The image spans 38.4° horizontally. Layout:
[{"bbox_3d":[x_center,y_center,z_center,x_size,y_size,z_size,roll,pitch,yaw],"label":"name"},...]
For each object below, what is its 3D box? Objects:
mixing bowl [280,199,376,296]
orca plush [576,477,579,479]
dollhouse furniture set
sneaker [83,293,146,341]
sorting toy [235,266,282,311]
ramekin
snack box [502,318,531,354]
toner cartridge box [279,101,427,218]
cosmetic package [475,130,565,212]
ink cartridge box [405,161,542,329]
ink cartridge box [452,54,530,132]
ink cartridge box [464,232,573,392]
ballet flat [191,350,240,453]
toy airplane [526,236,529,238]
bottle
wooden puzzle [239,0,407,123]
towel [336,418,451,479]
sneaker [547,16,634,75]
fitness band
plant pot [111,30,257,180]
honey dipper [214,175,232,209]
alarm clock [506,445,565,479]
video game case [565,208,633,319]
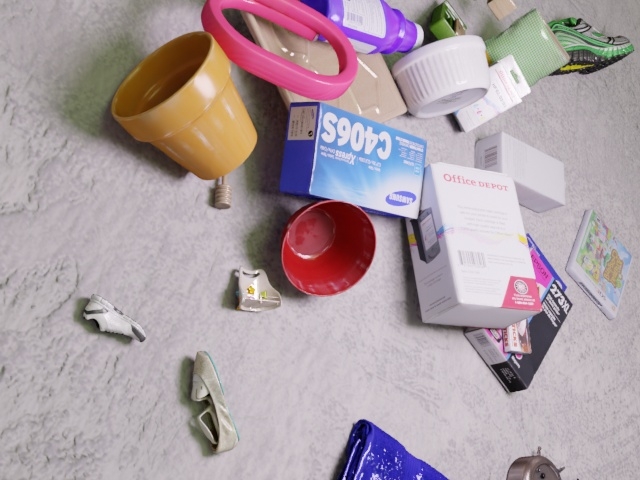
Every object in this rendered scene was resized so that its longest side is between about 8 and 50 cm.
[{"bbox_3d":[0.000,0.000,1.660,0.181,0.098,0.181,-8,112,-20],"label":"mixing bowl"},{"bbox_3d":[0.500,0.640,1.882,0.102,0.151,0.287,-6,108,-2],"label":"orca plush"},{"bbox_3d":[0.416,-0.447,2.095,0.301,0.197,0.151,48,26,-20],"label":"dollhouse furniture set"},{"bbox_3d":[-0.318,0.128,1.417,0.109,0.040,0.044,38,71,-20],"label":"sneaker"},{"bbox_3d":[-0.116,0.082,1.598,0.083,0.045,0.075,9,62,-37],"label":"sorting toy"},{"bbox_3d":[0.260,-0.338,1.941,0.207,0.207,0.109,-9,78,-42],"label":"ramekin"},{"bbox_3d":[0.409,0.150,1.946,0.064,0.022,0.178,11,68,-35],"label":"snack box"},{"bbox_3d":[0.071,-0.144,1.732,0.348,0.075,0.165,9,88,-51],"label":"toner cartridge box"},{"bbox_3d":[0.467,-0.156,2.141,0.231,0.085,0.117,22,63,-36],"label":"cosmetic package"},{"bbox_3d":[0.303,0.015,1.872,0.226,0.131,0.306,8,61,-30],"label":"ink cartridge box"},{"bbox_3d":[0.378,-0.331,2.064,0.104,0.181,0.061,60,5,-8],"label":"ink cartridge box"},{"bbox_3d":[0.460,0.148,2.048,0.176,0.069,0.371,52,47,-13],"label":"ink cartridge box"},{"bbox_3d":[-0.178,0.261,1.475,0.052,0.057,0.168,-20,88,-33],"label":"ballet flat"},{"bbox_3d":[0.415,-0.032,2.090,0.151,0.028,0.151,13,69,-37],"label":"toy airplane"},{"bbox_3d":[0.088,-0.429,1.813,0.283,0.092,0.118,5,69,-44],"label":"bottle"},{"bbox_3d":[-0.001,-0.352,1.821,0.348,0.080,0.322,-30,96,-47],"label":"wooden puzzle"},{"bbox_3d":[0.152,0.491,1.659,0.308,0.076,0.228,40,55,-23],"label":"towel"},{"bbox_3d":[0.708,-0.528,2.435,0.343,0.134,0.146,-10,81,-41],"label":"sneaker"},{"bbox_3d":[-0.069,-0.348,1.604,0.291,0.054,0.209,21,44,-19],"label":"fitness band"},{"bbox_3d":[-0.208,-0.208,1.527,0.188,0.205,0.205,51,48,-35],"label":"plant pot"},{"bbox_3d":[-0.170,-0.134,1.631,0.030,0.030,0.161,16,64,-36],"label":"honey dipper"},{"bbox_3d":[0.438,0.523,1.902,0.192,0.064,0.129,-33,97,-39],"label":"alarm clock"},{"bbox_3d":[0.703,0.058,2.306,0.193,0.023,0.212,45,52,-20],"label":"video game case"}]
